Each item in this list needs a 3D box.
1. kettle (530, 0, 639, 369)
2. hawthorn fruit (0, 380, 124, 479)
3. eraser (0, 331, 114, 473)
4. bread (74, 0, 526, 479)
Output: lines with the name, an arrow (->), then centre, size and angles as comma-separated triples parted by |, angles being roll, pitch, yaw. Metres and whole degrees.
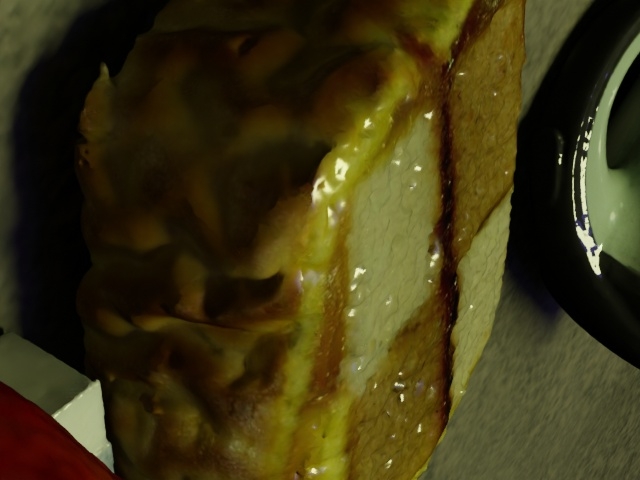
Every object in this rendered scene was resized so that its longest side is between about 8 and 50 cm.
kettle -> 0.212, -0.050, 0.807 | 0.221, 0.161, 0.236 | 43, 79, -33
hawthorn fruit -> -0.138, 0.178, 0.327 | 0.307, 0.265, 0.265 | -49, 158, 24
eraser -> -0.113, 0.136, 0.529 | 0.092, 0.046, 0.212 | -39, 145, -38
bread -> 0.000, 0.000, 0.526 | 0.181, 0.096, 0.222 | -49, 150, -40
